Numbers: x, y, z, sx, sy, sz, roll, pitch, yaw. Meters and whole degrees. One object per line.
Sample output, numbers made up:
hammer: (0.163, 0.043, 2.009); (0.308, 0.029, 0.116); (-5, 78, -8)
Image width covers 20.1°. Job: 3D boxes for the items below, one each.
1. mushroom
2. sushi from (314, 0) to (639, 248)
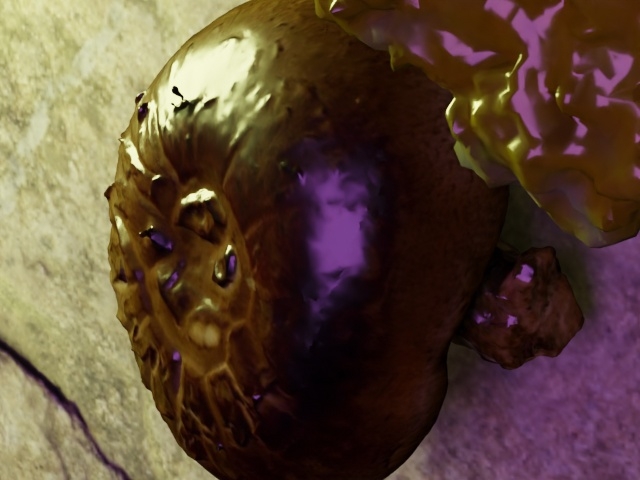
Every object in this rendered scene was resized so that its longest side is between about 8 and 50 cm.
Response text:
mushroom: (-0.004, 0.005, 0.981); (0.278, 0.163, 0.297); (25, 116, 30)
sushi: (0.103, -0.193, 0.707); (0.396, 0.351, 0.240); (42, 123, 26)
